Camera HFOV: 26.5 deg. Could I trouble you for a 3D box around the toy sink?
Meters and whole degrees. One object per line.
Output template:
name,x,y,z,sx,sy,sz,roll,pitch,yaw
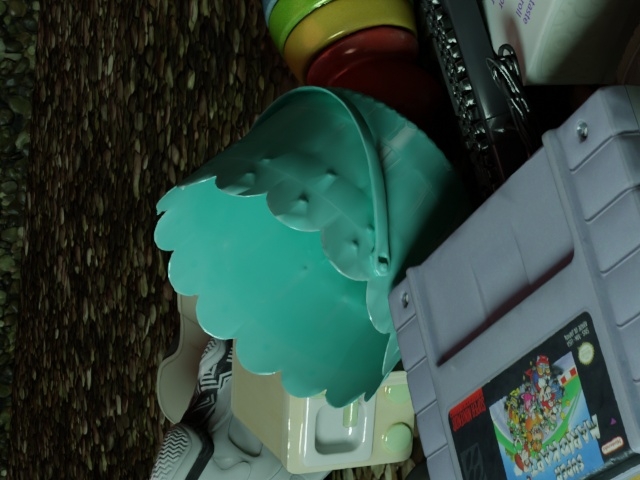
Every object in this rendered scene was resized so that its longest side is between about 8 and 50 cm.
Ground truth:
toy sink,0.014,0.168,1.479,0.234,0.152,0.131,-152,62,-61

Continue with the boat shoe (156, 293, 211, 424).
boat shoe,-0.158,0.147,1.961,0.112,0.095,0.335,33,136,17

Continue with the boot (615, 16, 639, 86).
boot,0.283,-0.089,0.938,0.190,0.076,0.209,94,166,-51

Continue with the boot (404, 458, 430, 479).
boot,0.117,0.351,1.357,0.176,0.088,0.244,28,111,63

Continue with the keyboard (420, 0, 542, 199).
keyboard,0.144,-0.094,1.143,0.201,0.033,0.317,-148,37,-76

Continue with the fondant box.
fondant box,0.170,-0.318,1.135,0.330,0.096,0.238,-119,34,-42

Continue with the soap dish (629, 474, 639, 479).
soap dish,0.235,0.185,1.025,0.229,0.118,0.291,-124,38,-48

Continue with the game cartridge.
game cartridge,0.156,0.075,0.977,0.355,0.068,0.230,130,137,-57

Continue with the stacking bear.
stacking bear,0.036,-0.208,1.390,0.175,0.164,0.289,-56,48,54

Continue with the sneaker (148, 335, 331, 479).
sneaker,-0.077,0.247,1.723,0.366,0.210,0.137,-68,-3,-51

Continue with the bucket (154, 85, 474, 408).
bucket,0.000,0.000,1.290,0.281,0.183,0.281,29,145,23
